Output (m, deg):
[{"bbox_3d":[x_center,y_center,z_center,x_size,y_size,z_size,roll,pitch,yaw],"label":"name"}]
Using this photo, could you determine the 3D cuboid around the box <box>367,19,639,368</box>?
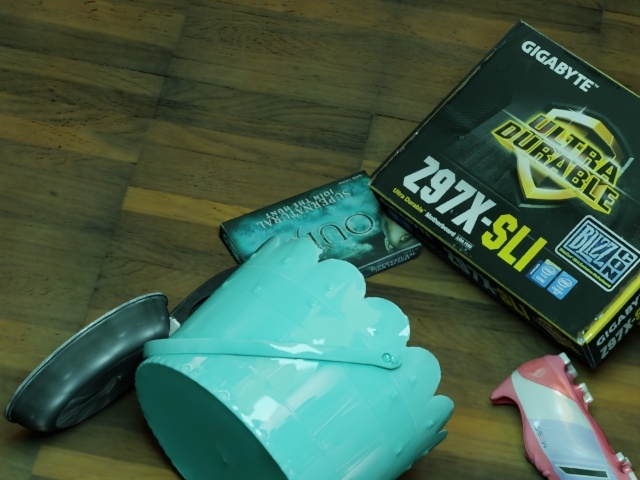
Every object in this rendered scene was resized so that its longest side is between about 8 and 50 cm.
[{"bbox_3d":[0.249,-0.054,2.037,0.257,0.079,0.322,-47,59,-7],"label":"box"}]

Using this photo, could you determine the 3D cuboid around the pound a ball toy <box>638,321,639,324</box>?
[{"bbox_3d":[0.433,0.052,2.064,0.319,0.136,0.208,26,76,18],"label":"pound a ball toy"}]

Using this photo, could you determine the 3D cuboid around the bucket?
[{"bbox_3d":[-0.032,0.152,1.831,0.281,0.281,0.183,37,61,23],"label":"bucket"}]

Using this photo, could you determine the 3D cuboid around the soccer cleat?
[{"bbox_3d":[0.258,0.226,1.926,0.095,0.083,0.248,-31,59,8],"label":"soccer cleat"}]

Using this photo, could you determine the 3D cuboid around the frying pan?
[{"bbox_3d":[-0.194,0.118,1.942,0.053,0.197,0.326,51,23,13],"label":"frying pan"}]

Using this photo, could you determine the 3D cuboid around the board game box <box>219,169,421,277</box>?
[{"bbox_3d":[0.000,0.000,2.113,0.186,0.026,0.126,-22,55,-22],"label":"board game box"}]
